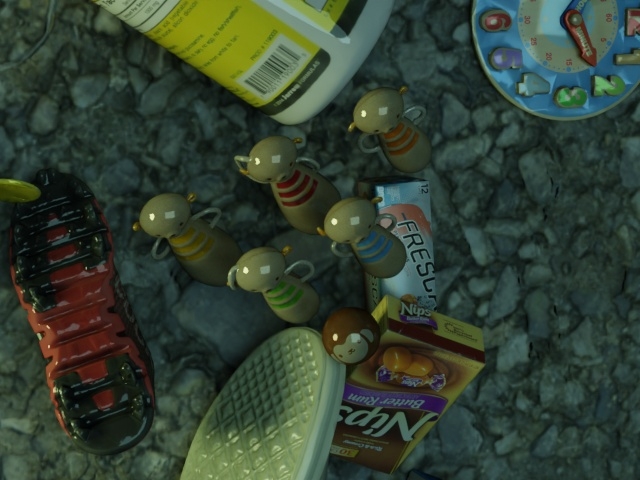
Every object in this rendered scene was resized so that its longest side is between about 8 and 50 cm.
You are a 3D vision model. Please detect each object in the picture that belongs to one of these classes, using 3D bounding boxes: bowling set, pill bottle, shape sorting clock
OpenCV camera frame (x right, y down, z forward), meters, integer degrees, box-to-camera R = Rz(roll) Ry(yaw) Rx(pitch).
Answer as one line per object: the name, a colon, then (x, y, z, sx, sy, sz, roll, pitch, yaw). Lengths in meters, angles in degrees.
bowling set: (0.000, 0.000, 1.618, 0.287, 0.200, 0.154, -33, 148, 6)
pill bottle: (-0.110, -0.265, 1.613, 0.334, 0.188, 0.188, 33, 85, -18)
shape sorting clock: (0.252, -0.225, 1.812, 0.206, 0.040, 0.206, -2, 95, -18)

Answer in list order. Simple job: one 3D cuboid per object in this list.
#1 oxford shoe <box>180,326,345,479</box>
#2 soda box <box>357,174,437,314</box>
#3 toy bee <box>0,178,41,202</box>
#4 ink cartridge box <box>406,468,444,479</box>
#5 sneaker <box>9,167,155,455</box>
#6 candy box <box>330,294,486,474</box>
oxford shoe: (-0.060, 0.302, 1.710, 0.130, 0.169, 0.449, 16, 89, -38)
soda box: (0.077, 0.028, 1.767, 0.058, 0.063, 0.183, -6, 98, -15)
toy bee: (-0.356, -0.086, 1.564, 0.195, 0.162, 0.298, -14, 99, -12)
ink cartridge box: (0.179, 0.338, 1.823, 0.231, 0.078, 0.134, 22, 88, -19)
sneaker: (-0.221, 0.072, 1.660, 0.098, 0.135, 0.276, -17, 77, -4)
candy box: (0.066, 0.143, 1.726, 0.109, 0.053, 0.186, 20, 131, -19)
